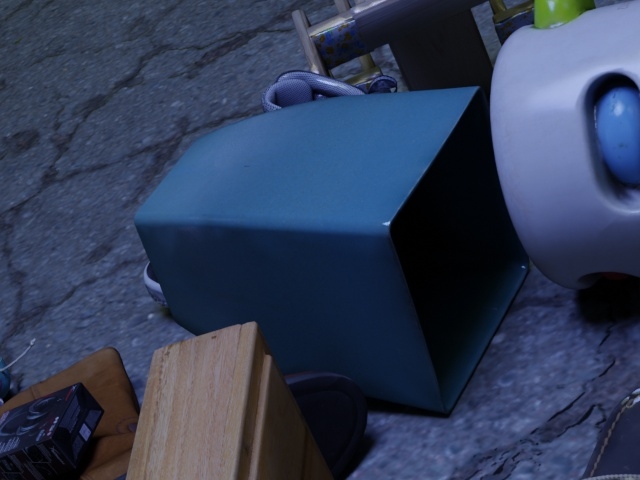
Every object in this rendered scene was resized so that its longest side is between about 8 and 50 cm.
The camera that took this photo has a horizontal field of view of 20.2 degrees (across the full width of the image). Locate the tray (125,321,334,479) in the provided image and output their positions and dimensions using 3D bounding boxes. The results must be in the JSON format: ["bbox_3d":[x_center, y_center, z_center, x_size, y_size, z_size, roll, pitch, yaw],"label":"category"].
[{"bbox_3d":[-0.039,0.244,0.920,0.076,0.203,0.411,-17,30,14],"label":"tray"}]

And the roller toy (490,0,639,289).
[{"bbox_3d":[0.215,-0.066,1.234,0.146,0.209,0.191,-10,46,25],"label":"roller toy"}]

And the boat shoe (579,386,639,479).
[{"bbox_3d":[0.176,0.181,0.925,0.132,0.130,0.355,-14,31,21],"label":"boat shoe"}]

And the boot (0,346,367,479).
[{"bbox_3d":[-0.119,0.143,1.304,0.264,0.096,0.280,-38,23,-6],"label":"boot"}]

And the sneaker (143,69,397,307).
[{"bbox_3d":[-0.038,-0.047,1.439,0.268,0.153,0.101,-19,30,13],"label":"sneaker"}]

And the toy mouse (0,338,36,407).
[{"bbox_3d":[-0.280,0.132,1.451,0.143,0.031,0.161,-36,14,-9],"label":"toy mouse"}]

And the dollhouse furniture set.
[{"bbox_3d":[0.091,-0.174,1.476,0.212,0.242,0.161,-23,49,5],"label":"dollhouse furniture set"}]

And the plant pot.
[{"bbox_3d":[0.000,0.000,1.293,0.234,0.166,0.165,3,40,31],"label":"plant pot"}]

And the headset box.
[{"bbox_3d":[-0.199,0.140,1.256,0.083,0.032,0.062,-21,26,29],"label":"headset box"}]
